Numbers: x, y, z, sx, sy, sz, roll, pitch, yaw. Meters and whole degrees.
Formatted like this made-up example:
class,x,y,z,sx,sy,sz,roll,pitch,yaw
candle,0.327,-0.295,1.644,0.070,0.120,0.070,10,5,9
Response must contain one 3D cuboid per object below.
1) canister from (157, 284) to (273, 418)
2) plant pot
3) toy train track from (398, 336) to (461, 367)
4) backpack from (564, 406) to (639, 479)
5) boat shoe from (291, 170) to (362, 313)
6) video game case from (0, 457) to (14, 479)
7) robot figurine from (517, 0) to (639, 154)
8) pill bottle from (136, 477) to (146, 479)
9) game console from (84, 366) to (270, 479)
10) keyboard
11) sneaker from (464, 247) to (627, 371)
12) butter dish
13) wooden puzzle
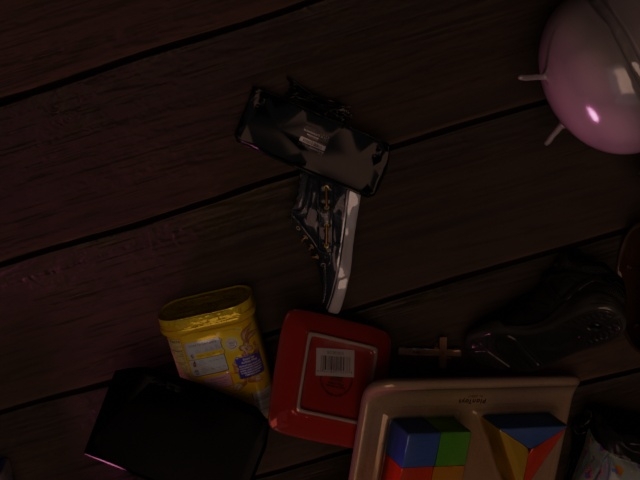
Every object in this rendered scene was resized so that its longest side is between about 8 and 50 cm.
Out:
class,x,y,z,sx,sy,sz,roll,pitch,yaw
canister,-0.129,0.156,1.454,0.126,0.073,0.170,-13,110,4
plant pot,0.480,0.057,1.393,0.165,0.167,0.167,-1,109,-9
toy train track,0.146,0.147,1.488,0.083,0.014,0.048,1,116,5
backpack,0.401,0.329,1.501,0.152,0.115,0.182,14,111,-9
boat shoe,0.000,0.000,1.411,0.083,0.065,0.183,7,102,-2
video game case,-0.535,0.446,1.553,0.269,0.061,0.244,-12,110,3
robot figurine,0.400,-0.227,1.264,0.353,0.200,0.300,-27,125,8
pill bottle,-0.175,0.389,1.517,0.103,0.103,0.184,-34,106,10
game console,-0.214,0.352,1.402,0.213,0.044,0.361,20,88,5
keyboard,-0.003,-0.133,1.375,0.192,0.038,0.100,24,100,3
sneaker,0.295,0.091,1.441,0.227,0.130,0.087,-27,115,37
butter dish,-0.004,0.182,1.446,0.160,0.118,0.160,15,76,-23
wooden puzzle,0.185,0.340,1.456,0.322,0.080,0.348,2,109,-26
